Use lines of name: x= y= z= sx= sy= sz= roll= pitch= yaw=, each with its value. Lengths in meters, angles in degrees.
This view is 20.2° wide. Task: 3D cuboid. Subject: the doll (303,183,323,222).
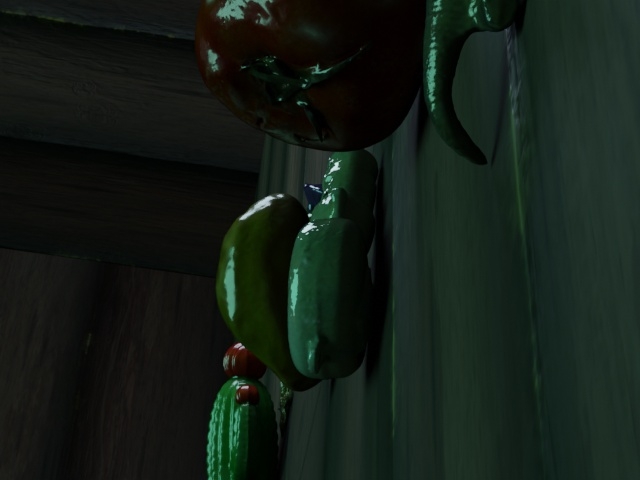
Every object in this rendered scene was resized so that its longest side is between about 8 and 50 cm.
doll: x=0.000 y=0.000 z=1.763 sx=0.190 sy=0.050 sz=0.115 roll=-179 pitch=89 yaw=-81

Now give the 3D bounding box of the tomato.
tomato: x=0.001 y=-0.158 z=1.288 sx=0.151 sy=0.187 sz=0.187 roll=-60 pitch=-6 yaw=-26

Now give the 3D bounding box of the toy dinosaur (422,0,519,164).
toy dinosaur: x=0.087 y=-0.170 z=1.011 sx=0.188 sy=0.075 sz=0.247 roll=-42 pitch=-45 yaw=-82

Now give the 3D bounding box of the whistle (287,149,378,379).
whistle: x=0.016 y=0.016 z=1.429 sx=0.258 sy=0.067 sz=0.126 roll=-80 pitch=-11 yaw=-51

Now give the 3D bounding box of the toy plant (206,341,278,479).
toy plant: x=-0.093 y=0.234 z=2.177 sx=0.154 sy=0.088 sz=0.240 roll=-100 pitch=14 yaw=-73

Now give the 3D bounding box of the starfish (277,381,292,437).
starfish: x=-0.043 y=0.193 z=2.165 sx=0.092 sy=0.016 sz=0.086 roll=125 pitch=144 yaw=-74

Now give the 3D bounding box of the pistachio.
pistachio: x=-0.049 y=0.051 z=1.683 sx=0.110 sy=0.100 sz=0.189 roll=1 pitch=-101 yaw=-52
